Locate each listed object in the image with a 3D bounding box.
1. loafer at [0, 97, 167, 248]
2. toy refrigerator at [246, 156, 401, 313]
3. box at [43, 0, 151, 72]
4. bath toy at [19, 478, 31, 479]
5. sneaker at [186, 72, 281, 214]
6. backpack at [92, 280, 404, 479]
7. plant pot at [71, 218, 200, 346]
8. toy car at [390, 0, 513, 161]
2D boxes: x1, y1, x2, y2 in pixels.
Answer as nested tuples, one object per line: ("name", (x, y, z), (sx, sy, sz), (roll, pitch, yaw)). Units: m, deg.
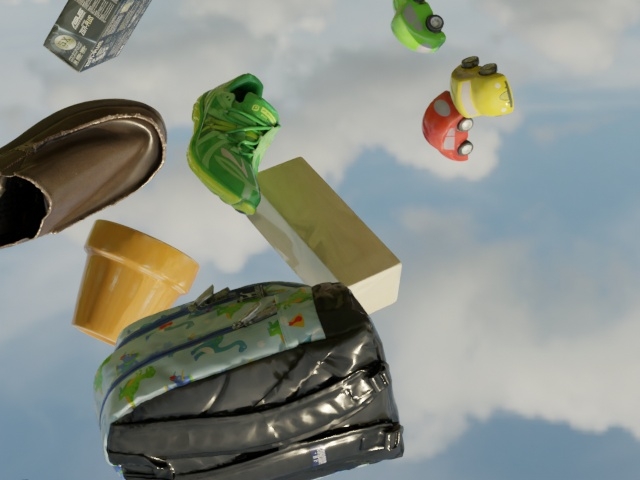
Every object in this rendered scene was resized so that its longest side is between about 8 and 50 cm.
("loafer", (-0.327, -0.052, 1.663), (0.366, 0.133, 0.130), (-28, -147, -24))
("toy refrigerator", (0.000, 0.000, 2.126), (0.102, 0.094, 0.269), (-23, -129, -26))
("box", (-0.342, -0.371, 2.264), (0.077, 0.180, 0.147), (38, -154, 3))
("bath toy", (-0.292, 0.351, 1.334), (0.129, 0.348, 0.151), (6, -123, -27))
("sneaker", (-0.123, -0.153, 2.059), (0.123, 0.109, 0.295), (-39, -146, 22))
("backpack", (-0.107, 0.197, 1.785), (0.356, 0.290, 0.273), (-27, -135, -9))
("plant pot", (-0.342, 0.090, 2.495), (0.205, 0.188, 0.205), (22, 168, 5))
("toy car", (0.139, -0.216, 1.743), (0.053, 0.225, 0.239), (-25, 172, -16))
